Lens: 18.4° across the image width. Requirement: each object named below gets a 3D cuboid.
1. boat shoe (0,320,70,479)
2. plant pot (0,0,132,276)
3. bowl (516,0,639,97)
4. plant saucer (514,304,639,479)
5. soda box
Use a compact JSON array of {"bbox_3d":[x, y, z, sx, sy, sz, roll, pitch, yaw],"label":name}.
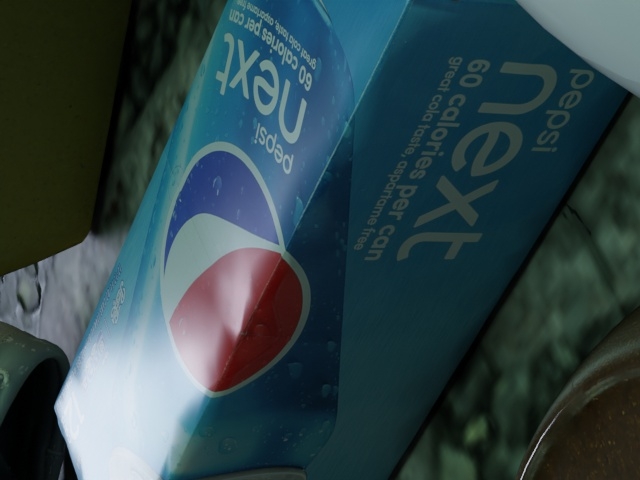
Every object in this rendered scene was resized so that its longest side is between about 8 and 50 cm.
[{"bbox_3d":[-0.139,0.139,0.723,0.081,0.079,0.227,8,89,28],"label":"boat shoe"},{"bbox_3d":[-0.181,-0.088,0.706,0.212,0.187,0.212,43,125,53],"label":"plant pot"},{"bbox_3d":[0.081,-0.139,0.302,0.298,0.134,0.298,2,92,61],"label":"bowl"},{"bbox_3d":[0.083,0.087,0.402,0.168,0.029,0.168,-3,87,61],"label":"plant saucer"},{"bbox_3d":[0.000,0.000,0.503,0.210,0.071,0.067,-63,39,38],"label":"soda box"}]
